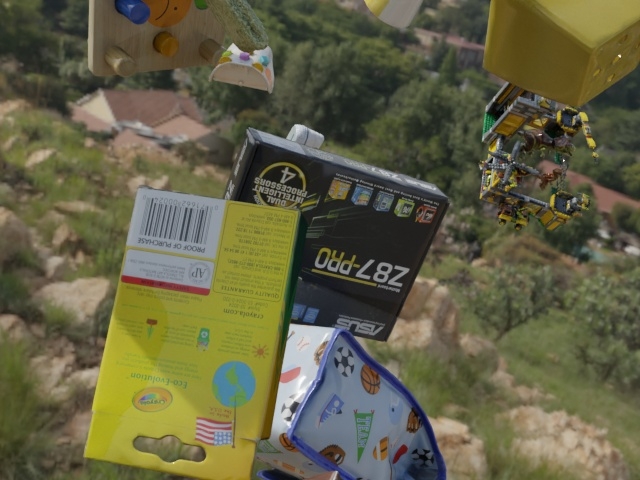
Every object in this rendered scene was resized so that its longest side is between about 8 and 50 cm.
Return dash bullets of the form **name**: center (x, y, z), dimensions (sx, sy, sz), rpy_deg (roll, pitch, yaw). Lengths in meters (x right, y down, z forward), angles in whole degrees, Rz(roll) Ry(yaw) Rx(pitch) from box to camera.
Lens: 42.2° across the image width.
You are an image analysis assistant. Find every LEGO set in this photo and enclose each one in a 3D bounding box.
- **LEGO set**: center (0.456, -0.199, 1.683), dimensions (0.255, 0.192, 0.331), rpy_deg (24, 61, -5)

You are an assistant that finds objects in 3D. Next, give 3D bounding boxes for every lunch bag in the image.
- **lunch bag**: center (-0.001, 0.326, 1.448), dimensions (0.328, 0.239, 0.385), rpy_deg (3, -32, 47)

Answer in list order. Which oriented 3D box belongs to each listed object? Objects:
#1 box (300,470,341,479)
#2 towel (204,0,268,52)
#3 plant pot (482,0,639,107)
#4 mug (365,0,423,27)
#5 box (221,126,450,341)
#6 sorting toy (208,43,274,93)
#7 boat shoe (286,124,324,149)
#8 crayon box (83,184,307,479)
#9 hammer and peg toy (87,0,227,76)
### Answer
- **box**: center (-0.135, 0.385, 0.819), dimensions (0.381, 0.191, 0.143), rpy_deg (-21, -1, 11)
- **towel**: center (-0.106, -0.260, 0.862), dimensions (0.148, 0.027, 0.110), rpy_deg (55, -5, -18)
- **plant pot**: center (0.414, -0.347, 1.349), dimensions (0.212, 0.212, 0.187), rpy_deg (-35, 63, -14)
- **mug**: center (0.083, -0.275, 0.894), dimensions (0.078, 0.064, 0.062), rpy_deg (-2, 59, -35)
- **box**: center (0.000, 0.000, 1.526), dimensions (0.395, 0.318, 0.097), rpy_deg (15, 20, -23)
- **sorting toy**: center (-0.096, -0.236, 1.083), dimensions (0.083, 0.045, 0.075), rpy_deg (11, 46, 2)
- **boat shoe**: center (-0.065, -0.158, 1.836), dimensions (0.076, 0.226, 0.083), rpy_deg (16, 50, -21)
- **crayon box**: center (-0.142, 0.109, 0.972), dimensions (0.202, 0.318, 0.081), rpy_deg (9, -10, 8)
- **hammer and peg toy**: center (-0.262, -0.451, 1.364), dimensions (0.266, 0.361, 0.127), rpy_deg (-15, 42, -34)
